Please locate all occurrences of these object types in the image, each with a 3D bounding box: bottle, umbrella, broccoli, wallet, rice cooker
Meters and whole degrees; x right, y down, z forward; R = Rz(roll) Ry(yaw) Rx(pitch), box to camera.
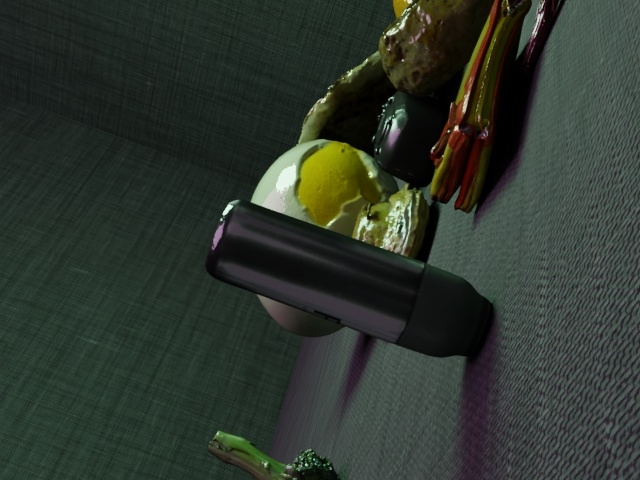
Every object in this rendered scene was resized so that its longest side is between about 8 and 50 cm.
[{"bbox_3d":[0.025,0.036,0.762,0.096,0.254,0.079,-67,-4,-82],"label":"bottle"},{"bbox_3d":[0.249,-0.254,0.919,0.027,0.025,0.165,-127,54,-67],"label":"umbrella"},{"bbox_3d":[-0.070,0.334,1.220,0.118,0.204,0.122,-68,-13,12],"label":"broccoli"},{"bbox_3d":[0.184,-0.168,0.969,0.141,0.067,0.241,95,-167,-59],"label":"wallet"},{"bbox_3d":[0.151,-0.167,1.336,0.203,0.118,0.142,-84,14,-67],"label":"rice cooker"}]

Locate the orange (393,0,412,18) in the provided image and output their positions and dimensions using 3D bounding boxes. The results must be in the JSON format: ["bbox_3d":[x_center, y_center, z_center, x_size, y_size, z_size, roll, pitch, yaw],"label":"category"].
[{"bbox_3d":[0.228,-0.464,1.600,0.178,0.155,0.177,-23,46,26],"label":"orange"}]

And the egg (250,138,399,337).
[{"bbox_3d":[0.000,0.000,1.496,0.283,0.283,0.345,122,164,-81],"label":"egg"}]

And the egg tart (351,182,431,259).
[{"bbox_3d":[0.095,0.020,1.280,0.241,0.106,0.241,-163,90,-88],"label":"egg tart"}]

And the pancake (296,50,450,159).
[{"bbox_3d":[0.105,-0.244,1.594,0.356,0.065,0.356,-27,-29,-16],"label":"pancake"}]

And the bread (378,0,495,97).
[{"bbox_3d":[0.179,-0.322,1.258,0.230,0.123,0.230,-45,13,13],"label":"bread"}]
